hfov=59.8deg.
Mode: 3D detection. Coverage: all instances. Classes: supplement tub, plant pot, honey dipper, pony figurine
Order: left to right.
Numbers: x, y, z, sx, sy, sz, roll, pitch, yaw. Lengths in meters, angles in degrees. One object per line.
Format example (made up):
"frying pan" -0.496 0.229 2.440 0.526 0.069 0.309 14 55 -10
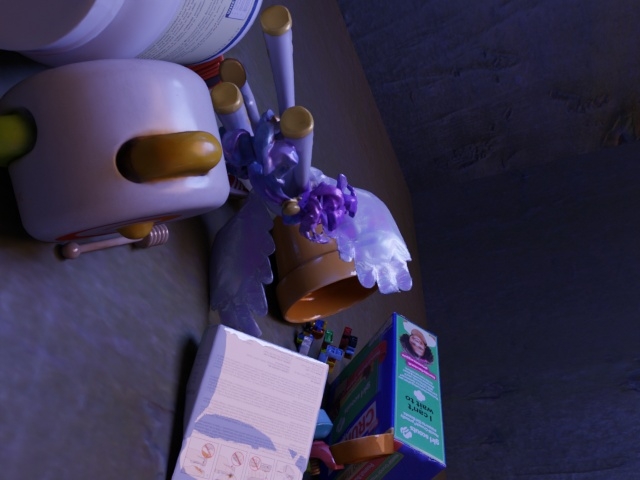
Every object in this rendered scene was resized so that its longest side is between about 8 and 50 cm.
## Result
"supplement tub" -0.206 -0.294 0.558 0.325 0.235 0.236 -56 132 -68
"honey dipper" -0.231 0.000 0.631 0.160 0.030 0.031 -18 95 -70
"pony figurine" -0.045 -0.079 0.801 0.363 0.302 0.351 77 1 -59
"plant pot" -0.006 0.031 1.082 0.188 0.205 0.205 67 12 23

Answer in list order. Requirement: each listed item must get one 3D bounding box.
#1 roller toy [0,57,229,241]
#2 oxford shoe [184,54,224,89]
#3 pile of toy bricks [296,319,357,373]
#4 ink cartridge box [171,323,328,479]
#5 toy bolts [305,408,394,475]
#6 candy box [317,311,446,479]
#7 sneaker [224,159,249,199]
"roller toy" -0.186 -0.073 0.530 0.191 0.209 0.146 -46 123 -87
"oxford shoe" -0.215 -0.357 0.827 0.098 0.096 0.271 -91 160 -52
"pile of toy bricks" 0.002 0.237 1.118 0.212 0.118 0.105 -55 163 -79
"ink cartridge box" -0.095 0.244 0.730 0.181 0.056 0.225 26 65 -25
"toy bolts" -0.003 0.289 0.906 0.228 0.218 0.159 84 -5 -64
"candy box" 0.112 0.344 1.073 0.122 0.268 0.317 28 31 -11
"sneaker" -0.154 -0.104 0.927 0.118 0.042 0.067 9 72 -70
